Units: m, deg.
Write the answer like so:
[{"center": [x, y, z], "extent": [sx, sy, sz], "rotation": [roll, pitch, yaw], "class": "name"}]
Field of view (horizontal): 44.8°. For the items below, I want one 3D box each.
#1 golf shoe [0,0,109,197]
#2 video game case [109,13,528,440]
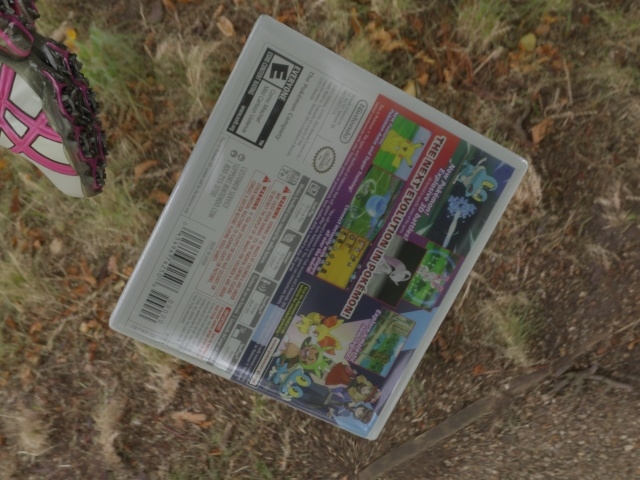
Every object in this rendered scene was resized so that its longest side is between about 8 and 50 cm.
[{"center": [-0.189, -0.093, 0.460], "extent": [0.085, 0.186, 0.068], "rotation": [-13, 49, 6], "class": "golf shoe"}, {"center": [0.000, 0.000, 0.466], "extent": [0.183, 0.023, 0.201], "rotation": [26, 97, -13], "class": "video game case"}]
